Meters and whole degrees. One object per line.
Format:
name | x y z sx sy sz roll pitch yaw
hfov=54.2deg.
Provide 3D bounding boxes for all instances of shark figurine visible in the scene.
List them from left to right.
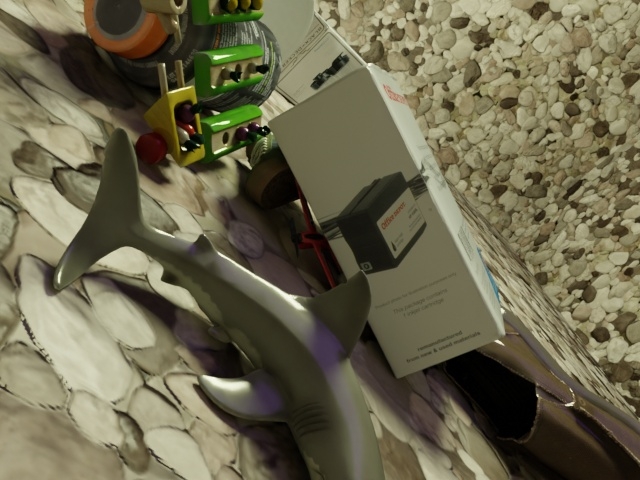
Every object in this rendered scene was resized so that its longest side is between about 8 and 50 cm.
shark figurine | -0.030 0.044 0.422 0.278 0.116 0.166 48 15 -6

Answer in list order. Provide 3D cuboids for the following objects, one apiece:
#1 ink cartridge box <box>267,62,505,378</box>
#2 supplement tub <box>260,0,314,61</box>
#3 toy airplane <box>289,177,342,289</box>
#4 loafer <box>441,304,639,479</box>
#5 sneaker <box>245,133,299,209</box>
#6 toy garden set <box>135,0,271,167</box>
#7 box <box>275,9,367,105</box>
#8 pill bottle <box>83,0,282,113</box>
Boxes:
ink cartridge box | 0.088 -0.031 0.734 0.307 0.129 0.223 63 17 -2
supplement tub | -0.158 -0.425 0.973 0.228 0.228 0.316 28 25 -50
toy airplane | 0.000 0.000 0.726 0.151 0.028 0.151 48 28 -37
loafer | 0.278 0.238 0.775 0.366 0.133 0.130 44 37 23
sneaker | -0.062 -0.090 0.753 0.086 0.064 0.192 39 17 9
toy garden set | -0.098 -0.192 0.597 0.049 0.244 0.204 11 25 20
box | 0.029 -0.341 1.365 0.290 0.169 0.087 29 25 -46
pill bottle | -0.149 -0.224 0.704 0.130 0.130 0.246 51 16 12
